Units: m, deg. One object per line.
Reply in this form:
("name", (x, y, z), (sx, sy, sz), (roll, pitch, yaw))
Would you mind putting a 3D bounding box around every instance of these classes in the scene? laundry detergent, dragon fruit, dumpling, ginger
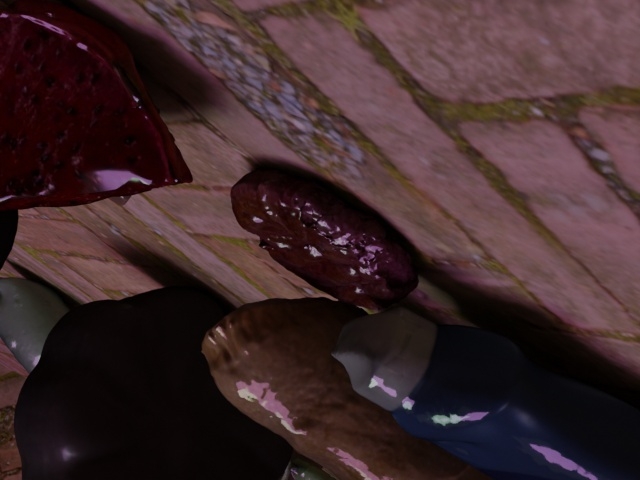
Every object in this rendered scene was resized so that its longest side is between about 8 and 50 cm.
("laundry detergent", (0.145, 0.134, 0.927), (0.290, 0.094, 0.143), (27, 163, -9))
("dragon fruit", (-0.218, -0.082, 0.899), (0.262, 0.134, 0.211), (-6, 177, 1))
("dumpling", (-0.407, 0.130, 1.904), (0.216, 0.105, 0.149), (50, 164, -4))
("ginger", (0.058, 0.146, 1.046), (0.354, 0.190, 0.126), (32, 125, -21))

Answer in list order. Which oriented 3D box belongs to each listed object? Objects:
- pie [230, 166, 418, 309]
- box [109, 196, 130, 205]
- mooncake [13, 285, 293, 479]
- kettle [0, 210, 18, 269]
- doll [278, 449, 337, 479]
("pie", (0.000, 0.000, 0.934), (0.154, 0.036, 0.154), (28, 163, 10))
("box", (-0.207, -0.070, 1.111), (0.115, 0.025, 0.048), (33, 169, -8))
("mooncake", (-0.166, 0.196, 1.362), (0.306, 0.306, 0.154), (36, 155, -17))
("kettle", (-0.479, -0.098, 1.243), (0.324, 0.228, 0.321), (55, -177, -45))
("doll", (-0.099, 0.295, 1.682), (0.284, 0.216, 0.268), (39, 156, -21))
